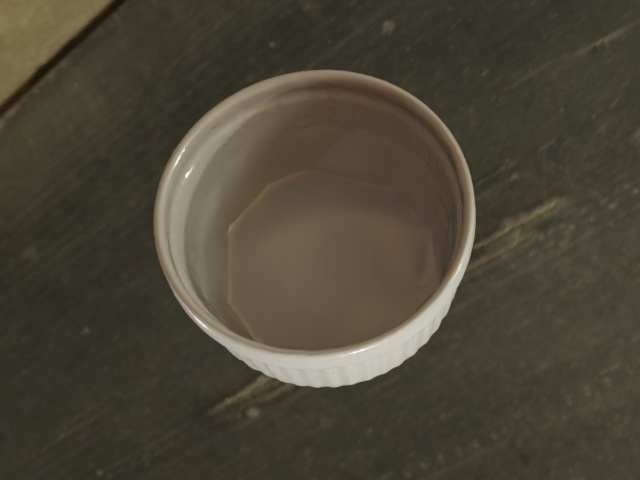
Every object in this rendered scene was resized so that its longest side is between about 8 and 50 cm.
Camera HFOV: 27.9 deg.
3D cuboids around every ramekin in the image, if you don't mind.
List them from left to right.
[{"bbox_3d":[0.000,0.000,0.863,0.207,0.207,0.109,22,160,15],"label":"ramekin"}]
